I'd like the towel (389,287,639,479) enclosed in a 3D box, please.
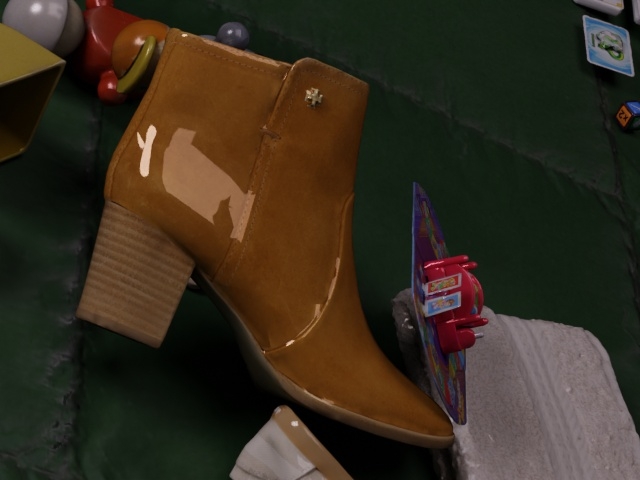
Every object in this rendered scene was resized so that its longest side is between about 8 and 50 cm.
[{"bbox_3d":[0.156,0.158,1.417,0.187,0.049,0.282,15,43,-33],"label":"towel"}]

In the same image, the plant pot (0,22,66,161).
[{"bbox_3d":[-0.232,-0.102,1.302,0.083,0.081,0.081,40,35,15],"label":"plant pot"}]

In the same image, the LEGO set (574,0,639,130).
[{"bbox_3d":[0.326,-0.168,1.937,0.182,0.060,0.244,17,40,-12],"label":"LEGO set"}]

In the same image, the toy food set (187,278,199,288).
[{"bbox_3d":[-0.047,-0.029,1.429,0.132,0.038,0.192,27,38,-20],"label":"toy food set"}]

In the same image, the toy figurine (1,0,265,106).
[{"bbox_3d":[-0.104,-0.188,1.370,0.148,0.213,0.209,18,5,-38],"label":"toy figurine"}]

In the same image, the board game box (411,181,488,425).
[{"bbox_3d":[0.096,0.041,1.354,0.168,0.033,0.133,-86,159,-49],"label":"board game box"}]

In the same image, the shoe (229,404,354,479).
[{"bbox_3d":[0.033,0.199,1.260,0.219,0.058,0.076,45,-9,0],"label":"shoe"}]

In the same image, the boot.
[{"bbox_3d":[-0.001,0.000,1.290,0.295,0.211,0.104,24,-5,-25],"label":"boot"}]
